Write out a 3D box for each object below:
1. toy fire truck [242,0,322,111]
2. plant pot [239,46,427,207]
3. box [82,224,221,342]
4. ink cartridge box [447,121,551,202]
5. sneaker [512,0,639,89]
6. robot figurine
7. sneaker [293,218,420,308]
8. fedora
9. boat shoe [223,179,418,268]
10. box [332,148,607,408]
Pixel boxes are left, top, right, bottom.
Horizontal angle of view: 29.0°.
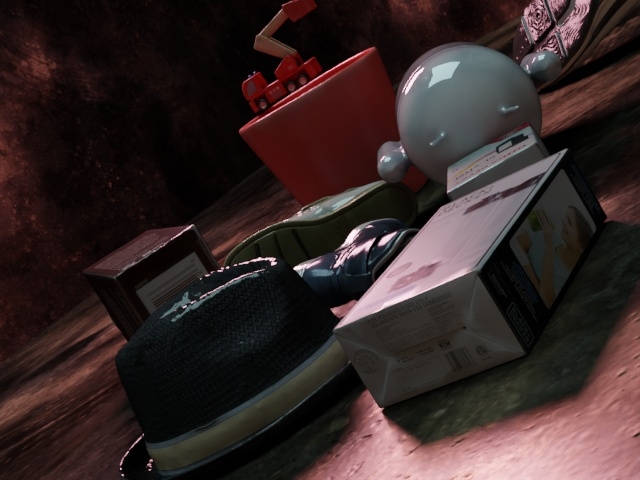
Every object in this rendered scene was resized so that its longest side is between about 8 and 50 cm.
[{"bbox_3d":[-0.069,-0.321,2.138,0.192,0.135,0.047,-29,9,22],"label":"toy fire truck"},{"bbox_3d":[0.038,-0.155,2.096,0.275,0.243,0.275,-31,8,5],"label":"plant pot"},{"bbox_3d":[-0.226,0.093,1.823,0.143,0.191,0.381,-34,10,-16],"label":"box"},{"bbox_3d":[0.229,-0.078,1.551,0.127,0.072,0.175,-30,8,12],"label":"ink cartridge box"},{"bbox_3d":[0.543,-0.407,2.184,0.257,0.169,0.447,4,-34,-26],"label":"sneaker"},{"bbox_3d":[0.210,-0.183,1.783,0.300,0.200,0.353,-36,8,9],"label":"robot figurine"},{"bbox_3d":[0.089,0.021,1.478,0.163,0.086,0.226,-15,11,40],"label":"sneaker"},{"bbox_3d":[-0.104,0.122,1.338,0.334,0.153,0.334,-32,9,6],"label":"fedora"},{"bbox_3d":[0.000,0.000,1.844,0.302,0.113,0.103,-22,7,-3],"label":"boat shoe"},{"bbox_3d":[0.150,0.029,1.180,0.169,0.087,0.290,-26,10,36],"label":"box"}]
